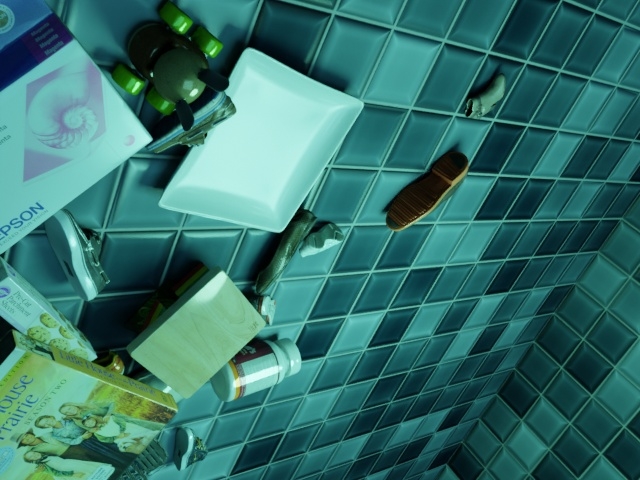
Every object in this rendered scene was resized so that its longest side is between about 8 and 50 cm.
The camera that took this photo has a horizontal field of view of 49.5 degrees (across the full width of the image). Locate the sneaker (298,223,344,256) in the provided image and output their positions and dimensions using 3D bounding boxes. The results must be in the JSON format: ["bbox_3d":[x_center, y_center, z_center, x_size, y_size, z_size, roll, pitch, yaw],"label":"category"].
[{"bbox_3d":[0.000,0.000,1.679,0.061,0.054,0.152,-38,169,37],"label":"sneaker"}]

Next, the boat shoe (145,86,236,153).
[{"bbox_3d":[-0.225,-0.195,1.207,0.183,0.066,0.066,-26,134,25],"label":"boat shoe"}]

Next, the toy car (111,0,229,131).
[{"bbox_3d":[-0.213,-0.255,1.101,0.155,0.188,0.149,-49,144,10],"label":"toy car"}]

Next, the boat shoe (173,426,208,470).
[{"bbox_3d":[-0.354,0.565,1.923,0.083,0.065,0.183,-16,143,-34],"label":"boat shoe"}]

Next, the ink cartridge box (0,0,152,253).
[{"bbox_3d":[-0.470,-0.172,1.052,0.324,0.071,0.330,-38,145,-5],"label":"ink cartridge box"}]

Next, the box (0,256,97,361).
[{"bbox_3d":[-0.537,0.151,1.320,0.067,0.063,0.324,-34,144,-11],"label":"box"}]

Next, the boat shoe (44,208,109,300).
[{"bbox_3d":[-0.436,0.018,1.275,0.076,0.080,0.228,-42,145,-32],"label":"boat shoe"}]

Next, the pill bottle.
[{"bbox_3d":[-0.168,0.329,1.801,0.221,0.121,0.121,-13,135,-35],"label":"pill bottle"}]

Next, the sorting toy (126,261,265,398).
[{"bbox_3d":[-0.285,0.194,1.556,0.255,0.089,0.257,-43,143,-11],"label":"sorting toy"}]

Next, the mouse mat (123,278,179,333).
[{"bbox_3d":[-0.337,0.169,1.577,0.152,0.007,0.189,-45,143,4],"label":"mouse mat"}]

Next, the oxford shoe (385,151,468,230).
[{"bbox_3d":[0.285,-0.109,1.805,0.271,0.097,0.098,-40,150,-4],"label":"oxford shoe"}]

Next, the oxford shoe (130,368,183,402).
[{"bbox_3d":[-0.449,0.421,1.629,0.449,0.130,0.169,-28,139,-22],"label":"oxford shoe"}]

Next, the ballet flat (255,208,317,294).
[{"bbox_3d":[-0.092,0.025,1.626,0.250,0.058,0.084,-56,179,26],"label":"ballet flat"}]

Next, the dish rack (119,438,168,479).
[{"bbox_3d":[-0.526,0.629,1.814,0.271,0.074,0.208,-32,144,-15],"label":"dish rack"}]

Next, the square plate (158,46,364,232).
[{"bbox_3d":[-0.116,-0.186,1.385,0.344,0.049,0.347,13,118,-48],"label":"square plate"}]

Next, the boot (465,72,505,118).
[{"bbox_3d":[0.404,-0.352,1.710,0.087,0.042,0.118,-17,137,-27],"label":"boot"}]

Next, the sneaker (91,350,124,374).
[{"bbox_3d":[-0.517,0.298,1.509,0.175,0.064,0.067,-31,123,-23],"label":"sneaker"}]

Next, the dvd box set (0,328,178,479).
[{"bbox_3d":[-0.535,0.376,1.395,0.307,0.062,0.420,-48,135,2],"label":"dvd box set"}]

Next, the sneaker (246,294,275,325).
[{"bbox_3d":[-0.151,0.167,1.721,0.158,0.065,0.061,76,22,-66],"label":"sneaker"}]
